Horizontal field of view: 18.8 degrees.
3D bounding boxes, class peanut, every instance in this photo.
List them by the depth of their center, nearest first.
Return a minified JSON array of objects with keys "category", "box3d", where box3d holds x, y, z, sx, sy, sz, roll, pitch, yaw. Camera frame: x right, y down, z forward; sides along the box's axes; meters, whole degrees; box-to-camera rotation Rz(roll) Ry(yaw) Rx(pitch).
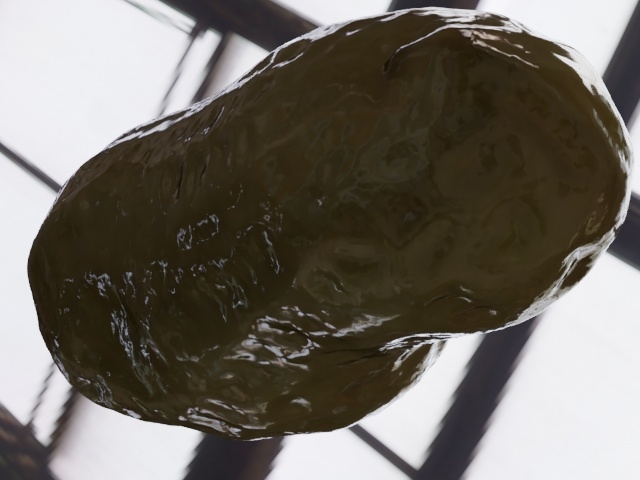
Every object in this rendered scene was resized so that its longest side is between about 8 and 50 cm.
[{"category":"peanut","box3d":[0.000,0.000,0.742,0.147,0.319,0.147,12,-111,-33]}]
